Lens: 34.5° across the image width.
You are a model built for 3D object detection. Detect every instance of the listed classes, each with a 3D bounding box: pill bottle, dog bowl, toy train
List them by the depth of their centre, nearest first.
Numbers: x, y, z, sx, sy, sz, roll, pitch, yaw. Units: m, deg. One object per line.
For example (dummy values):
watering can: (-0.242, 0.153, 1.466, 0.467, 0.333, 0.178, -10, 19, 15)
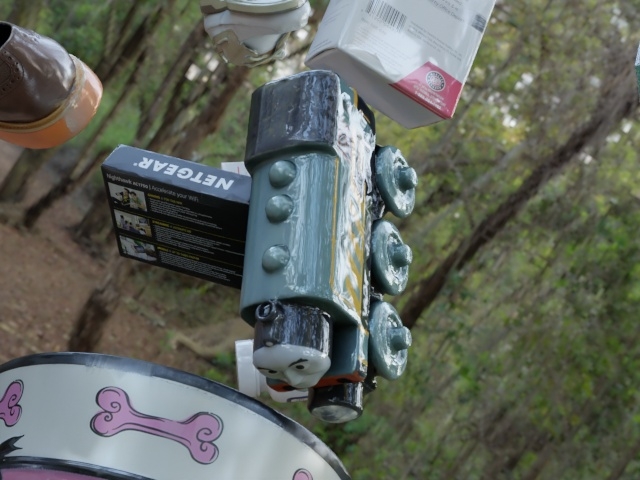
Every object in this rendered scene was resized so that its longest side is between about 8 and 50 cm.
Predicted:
toy train: (0.000, 0.000, 0.991, 0.142, 0.334, 0.190, -11, -31, 27)
dog bowl: (-0.179, 0.282, 1.060, 0.407, 0.150, 0.408, 10, -35, 7)
pill bottle: (-0.030, 0.180, 1.517, 0.186, 0.112, 0.112, -5, 2, -7)

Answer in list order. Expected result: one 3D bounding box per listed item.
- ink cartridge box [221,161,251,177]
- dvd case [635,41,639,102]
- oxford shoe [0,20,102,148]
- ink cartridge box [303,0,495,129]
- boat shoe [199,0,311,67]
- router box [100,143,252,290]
ink cartridge box: (-0.075, -0.047, 1.414, 0.198, 0.115, 0.067, -4, -37, -8)
dvd case: (0.334, -0.165, 1.041, 0.013, 0.119, 0.087, -2, -55, 26)
oxford shoe: (-0.393, -0.183, 1.053, 0.363, 0.130, 0.133, 5, -26, 30)
ink cartridge box: (0.099, -0.257, 1.142, 0.158, 0.218, 0.092, 29, -15, -22)
boat shoe: (-0.085, -0.298, 1.441, 0.302, 0.113, 0.103, -147, -136, -66)
router box: (-0.141, -0.022, 1.110, 0.178, 0.046, 0.133, 15, -45, 18)
